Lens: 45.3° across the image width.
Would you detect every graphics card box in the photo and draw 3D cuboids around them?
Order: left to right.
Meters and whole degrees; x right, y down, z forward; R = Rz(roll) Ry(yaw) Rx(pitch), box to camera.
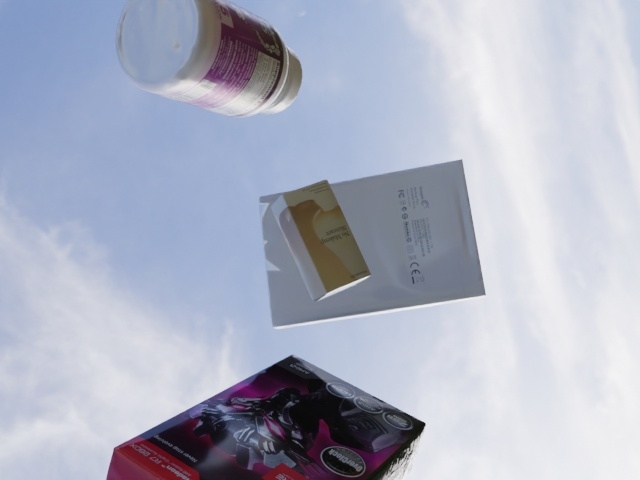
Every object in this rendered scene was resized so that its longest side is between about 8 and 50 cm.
[{"bbox_3d":[-0.050,0.274,0.946,0.371,0.233,0.094,-15,-57,-58],"label":"graphics card box"}]

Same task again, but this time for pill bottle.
[{"bbox_3d":[-0.155,-0.284,1.191,0.302,0.169,0.169,4,-101,-62],"label":"pill bottle"}]

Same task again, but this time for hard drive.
[{"bbox_3d":[0.073,0.008,1.164,0.040,0.319,0.210,43,-142,-72],"label":"hard drive"}]

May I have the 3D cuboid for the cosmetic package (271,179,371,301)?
[{"bbox_3d":[0.000,0.000,0.810,0.060,0.041,0.115,-22,-99,-27],"label":"cosmetic package"}]
